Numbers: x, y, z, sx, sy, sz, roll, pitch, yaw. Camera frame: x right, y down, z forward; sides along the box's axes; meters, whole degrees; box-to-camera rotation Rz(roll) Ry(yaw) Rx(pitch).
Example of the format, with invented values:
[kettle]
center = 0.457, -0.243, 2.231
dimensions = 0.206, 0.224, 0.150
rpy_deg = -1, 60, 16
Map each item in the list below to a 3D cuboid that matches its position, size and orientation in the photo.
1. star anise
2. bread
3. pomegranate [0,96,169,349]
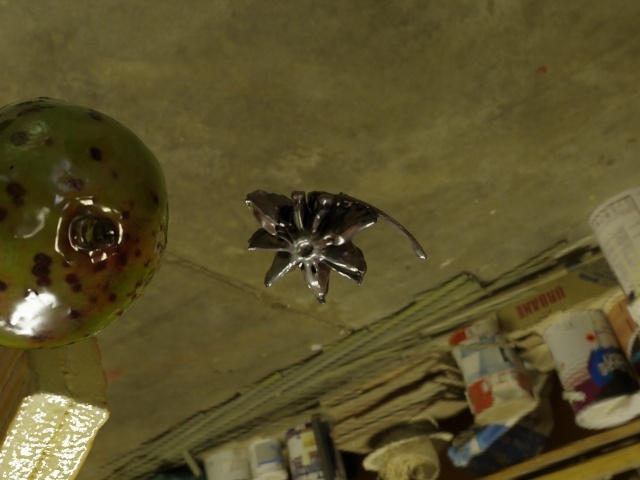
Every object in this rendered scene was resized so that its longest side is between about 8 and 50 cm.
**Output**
[star anise]
center = 0.000, 0.000, 1.521
dimensions = 0.359, 0.139, 0.316
rpy_deg = 39, 127, -8
[bread]
center = -0.359, 0.206, 0.878
dimensions = 0.111, 0.239, 0.246
rpy_deg = 21, 109, -33
[pomegranate]
center = -0.266, 0.000, 0.695
dimensions = 0.231, 0.231, 0.286
rpy_deg = 3, 160, -27
